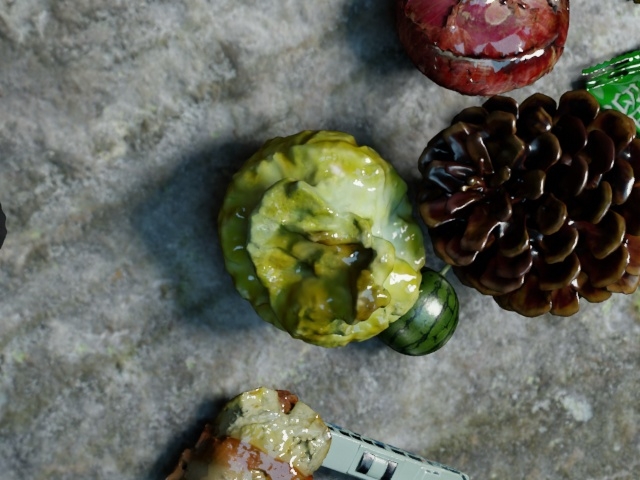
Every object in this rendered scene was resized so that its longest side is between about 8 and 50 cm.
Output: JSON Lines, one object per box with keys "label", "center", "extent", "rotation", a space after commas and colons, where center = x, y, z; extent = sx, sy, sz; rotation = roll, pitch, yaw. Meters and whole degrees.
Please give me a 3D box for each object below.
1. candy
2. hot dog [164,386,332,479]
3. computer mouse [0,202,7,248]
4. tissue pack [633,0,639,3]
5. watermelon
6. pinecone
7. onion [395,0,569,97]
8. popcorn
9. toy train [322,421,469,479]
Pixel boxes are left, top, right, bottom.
{"label": "candy", "center": [0.379, -0.118, 1.751], "extent": [0.141, 0.078, 0.203], "rotation": [-25, 101, -25]}
{"label": "hot dog", "center": [-0.081, 0.255, 1.672], "extent": [0.146, 0.103, 0.213], "rotation": [33, 82, -5]}
{"label": "computer mouse", "center": [-0.401, 0.011, 1.485], "extent": [0.217, 0.073, 0.122], "rotation": [-20, 112, -13]}
{"label": "tissue pack", "center": [0.390, -0.345, 1.683], "extent": [0.120, 0.082, 0.169], "rotation": [-17, 111, -15]}
{"label": "watermelon", "center": [0.104, 0.072, 1.685], "extent": [0.109, 0.109, 0.109], "rotation": [-6, 107, -20]}
{"label": "pinecone", "center": [0.211, -0.049, 1.581], "extent": [0.292, 0.246, 0.246], "rotation": [17, 100, -57]}
{"label": "onion", "center": [0.161, -0.222, 1.610], "extent": [0.184, 0.147, 0.184], "rotation": [4, 68, -10]}
{"label": "popcorn", "center": [0.000, 0.000, 1.575], "extent": [0.204, 0.183, 0.221], "rotation": [-25, 107, 30]}
{"label": "toy train", "center": [0.082, 0.255, 1.760], "extent": [0.207, 0.047, 0.043], "rotation": [22, 98, -24]}
